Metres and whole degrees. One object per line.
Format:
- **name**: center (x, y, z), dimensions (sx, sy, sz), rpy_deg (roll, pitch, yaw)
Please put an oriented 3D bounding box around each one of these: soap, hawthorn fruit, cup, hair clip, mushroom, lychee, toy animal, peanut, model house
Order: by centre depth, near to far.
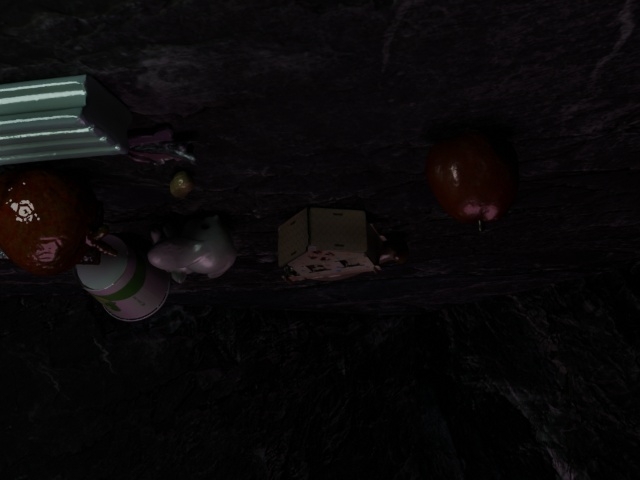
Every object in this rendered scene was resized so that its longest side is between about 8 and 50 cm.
- **soap**: center (-0.483, -0.203, 1.122), dimensions (0.265, 0.087, 0.160), rpy_deg (-3, 166, 12)
- **hawthorn fruit**: center (0.306, -0.113, 1.298), dimensions (0.185, 0.202, 0.185), rpy_deg (-8, 170, -2)
- **hair clip**: center (-0.324, -0.183, 1.312), dimensions (0.187, 0.056, 0.146), rpy_deg (4, 169, 19)
- **lychee**: center (-0.604, -0.037, 1.469), dimensions (0.300, 0.255, 0.255), rpy_deg (33, 162, -2)
- **peanut**: center (-0.322, -0.128, 1.516), dimensions (0.054, 0.054, 0.113), rpy_deg (5, 168, -21)
- **model house**: center (0.000, 0.000, 1.861), dimensions (0.326, 0.169, 0.244), rpy_deg (-8, 157, 21)
- **toy animal**: center (-0.374, 0.031, 1.898), dimensions (0.249, 0.174, 0.289), rpy_deg (2, 167, -15)
- **cup**: center (-0.650, 0.110, 2.114), dimensions (0.253, 0.253, 0.274), rpy_deg (-2, 158, 7)
- **mushroom**: center (0.112, 0.056, 2.115), dimensions (0.350, 0.128, 0.128), rpy_deg (-11, 164, 12)

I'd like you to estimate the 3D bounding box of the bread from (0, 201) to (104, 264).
- **bread**: center (-0.776, -0.025, 1.672), dimensions (0.417, 0.165, 0.113), rpy_deg (2, 167, -16)
